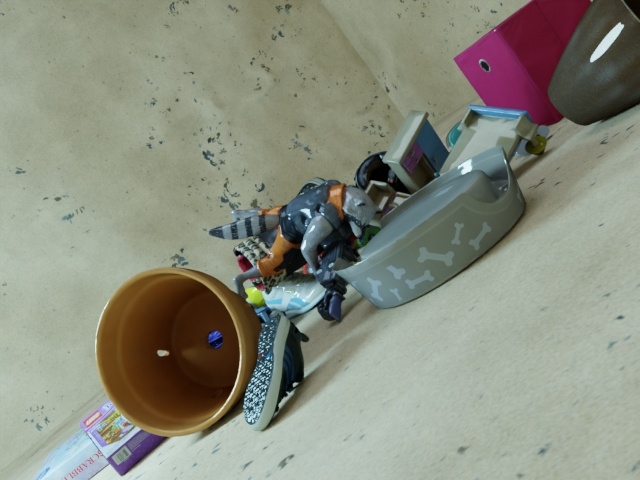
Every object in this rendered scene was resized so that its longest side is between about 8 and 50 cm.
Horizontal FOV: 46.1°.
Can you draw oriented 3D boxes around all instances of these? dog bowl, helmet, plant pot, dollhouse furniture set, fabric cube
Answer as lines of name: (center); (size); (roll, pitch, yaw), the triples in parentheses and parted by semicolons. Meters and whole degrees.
dog bowl: (0.188, -0.016, 1.263); (0.348, 0.102, 0.349); (-36, 6, 4)
helmet: (0.170, -0.118, 1.768); (0.169, 0.169, 0.161); (-36, -36, 4)
plant pot: (-0.233, 0.190, 1.380); (0.290, 0.291, 0.203); (-35, -10, 14)
dollhouse furniture set: (0.295, -0.108, 1.564); (0.303, 0.198, 0.286); (15, 68, 43)
fabric cube: (0.528, -0.436, 1.826); (0.259, 0.258, 0.254); (-38, 6, -11)
plant pot: (0.521, -0.319, 1.336); (0.215, 0.215, 0.230); (-42, -6, -44)

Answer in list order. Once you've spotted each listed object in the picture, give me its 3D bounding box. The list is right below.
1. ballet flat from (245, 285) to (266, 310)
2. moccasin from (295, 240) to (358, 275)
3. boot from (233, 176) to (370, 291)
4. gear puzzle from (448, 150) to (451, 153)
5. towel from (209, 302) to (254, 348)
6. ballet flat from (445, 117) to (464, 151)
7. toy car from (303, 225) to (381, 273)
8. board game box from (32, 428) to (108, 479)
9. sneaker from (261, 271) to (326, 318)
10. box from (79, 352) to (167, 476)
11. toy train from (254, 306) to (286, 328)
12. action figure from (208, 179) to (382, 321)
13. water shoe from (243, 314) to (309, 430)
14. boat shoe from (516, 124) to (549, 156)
ballet flat: (-0.214, 0.193, 2.228); (0.077, 0.077, 0.231); (-62, 13, -23)
moccasin: (0.001, 0.003, 2.005); (0.380, 0.139, 0.147); (-23, -22, 38)
boot: (-0.068, -0.015, 1.754); (0.284, 0.138, 0.377); (-34, 18, -13)
gear puzzle: (0.307, -0.187, 2.238); (0.339, 0.044, 0.175); (-34, -9, -24)
towel: (-0.270, 0.259, 2.009); (0.227, 0.076, 0.308); (-30, 5, -3)
ballet flat: (0.471, -0.312, 2.005); (0.342, 0.116, 0.124); (-38, -15, -12)
toy car: (0.075, 0.003, 1.794); (0.225, 0.053, 0.239); (-32, 9, -20)
board game box: (-0.518, 0.470, 1.772); (0.318, 0.066, 0.318); (-37, 6, -6)
sneaker: (-0.051, 0.113, 1.712); (0.228, 0.092, 0.087); (-30, 7, 43)
box: (-0.337, 0.332, 1.555); (0.293, 0.057, 0.201); (-39, 26, -21)
toy train: (-0.142, 0.194, 1.691); (0.105, 0.080, 0.184); (-33, 3, -27)
action figure: (-0.039, 0.000, 1.459); (0.330, 0.178, 0.341); (-23, 40, 22)
water shoe: (-0.057, 0.204, 1.142); (0.073, 0.080, 0.203); (-36, 30, 37)
boat shoe: (0.447, -0.205, 1.599); (0.100, 0.035, 0.035); (-43, -20, -22)
